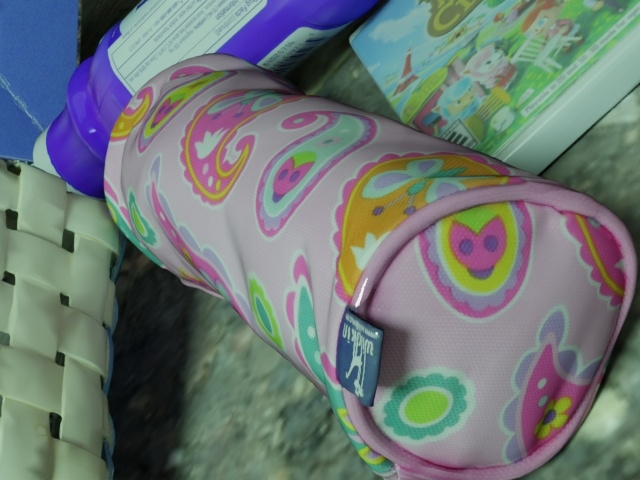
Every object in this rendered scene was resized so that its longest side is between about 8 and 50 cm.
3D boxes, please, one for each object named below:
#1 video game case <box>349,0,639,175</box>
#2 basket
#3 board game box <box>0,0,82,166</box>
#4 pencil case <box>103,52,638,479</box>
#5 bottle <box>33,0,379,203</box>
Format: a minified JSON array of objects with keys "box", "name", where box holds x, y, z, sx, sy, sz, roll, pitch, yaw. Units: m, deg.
[{"box":[0.116,-0.131,0.553,0.212,0.023,0.193,-44,32,13],"name":"video game case"},{"box":[-0.228,0.102,0.589,0.289,0.201,0.254,-31,46,34],"name":"basket"},{"box":[-0.329,-0.161,0.971,0.291,0.141,0.232,-6,81,50],"name":"board game box"},{"box":[0.000,0.000,0.480,0.124,0.124,0.284,-53,32,-2],"name":"pencil case"},{"box":[-0.077,-0.112,0.704,0.283,0.092,0.118,-34,7,39],"name":"bottle"}]
